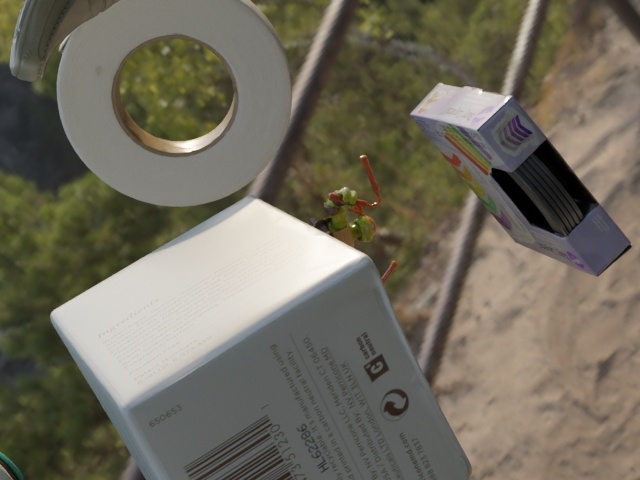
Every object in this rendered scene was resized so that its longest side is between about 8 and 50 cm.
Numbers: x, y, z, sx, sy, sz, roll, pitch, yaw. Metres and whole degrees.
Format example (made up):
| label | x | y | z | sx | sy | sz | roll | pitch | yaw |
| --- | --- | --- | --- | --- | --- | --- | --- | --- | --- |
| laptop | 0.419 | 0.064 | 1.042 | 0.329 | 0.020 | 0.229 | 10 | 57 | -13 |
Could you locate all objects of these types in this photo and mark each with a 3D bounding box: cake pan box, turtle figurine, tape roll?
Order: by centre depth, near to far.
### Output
| label | x | y | z | sx | sy | sz | roll | pitch | yaw |
| --- | --- | --- | --- | --- | --- | --- | --- | --- | --- |
| cake pan box | 0.246 | -0.080 | 1.575 | 0.070 | 0.246 | 0.267 | -45 | 18 | -3 |
| turtle figurine | 0.000 | 0.000 | 1.861 | 0.217 | 0.269 | 0.087 | -24 | 47 | -19 |
| tape roll | -0.241 | -0.247 | 2.088 | 0.392 | 0.392 | 0.072 | -40 | 19 | 13 |

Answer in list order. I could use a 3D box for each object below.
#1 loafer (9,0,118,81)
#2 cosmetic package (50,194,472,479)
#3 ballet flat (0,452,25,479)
| label | x | y | z | sx | sy | sz | roll | pitch | yaw |
| --- | --- | --- | --- | --- | --- | --- | --- | --- | --- |
| loafer | -0.290 | -0.329 | 1.572 | 0.112 | 0.111 | 0.319 | -33 | 34 | 66 |
| cosmetic package | -0.087 | 0.187 | 1.568 | 0.327 | 0.329 | 0.393 | -32 | 23 | -14 |
| ballet flat | -0.419 | 0.374 | 1.392 | 0.139 | 0.139 | 0.400 | -77 | 8 | -46 |
